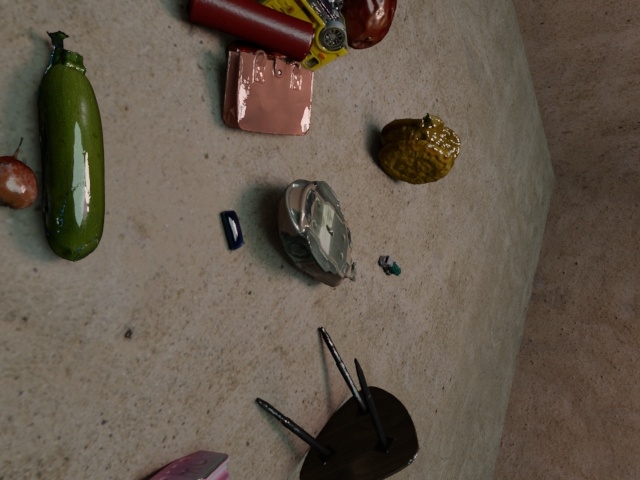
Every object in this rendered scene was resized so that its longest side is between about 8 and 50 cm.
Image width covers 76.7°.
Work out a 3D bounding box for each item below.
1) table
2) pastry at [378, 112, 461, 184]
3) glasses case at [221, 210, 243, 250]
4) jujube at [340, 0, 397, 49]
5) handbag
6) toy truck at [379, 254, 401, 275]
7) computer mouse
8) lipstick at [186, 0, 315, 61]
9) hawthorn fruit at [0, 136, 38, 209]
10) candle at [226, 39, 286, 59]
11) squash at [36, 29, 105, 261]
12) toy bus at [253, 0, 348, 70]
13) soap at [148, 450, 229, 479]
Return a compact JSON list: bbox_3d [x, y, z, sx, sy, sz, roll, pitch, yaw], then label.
[{"bbox_3d":[0.038,0.376,0.981,0.317,0.317,0.249,-42,107,-39],"label":"table"},{"bbox_3d":[0.294,-0.261,1.216,0.239,0.235,0.132,20,80,-37],"label":"pastry"},{"bbox_3d":[-0.180,-0.022,0.842,0.033,0.023,0.084,-25,110,-43],"label":"glasses case"},{"bbox_3d":[0.095,-0.638,1.015,0.197,0.197,0.291,-8,94,-48],"label":"jujube"},{"bbox_3d":[-0.104,-0.311,0.866,0.212,0.059,0.158,-11,116,-48],"label":"handbag"},{"bbox_3d":[0.223,0.080,1.288,0.083,0.044,0.039,46,55,-39],"label":"toy truck"},{"bbox_3d":[-0.006,-0.001,0.980,0.389,0.114,0.200,53,43,-49],"label":"computer mouse"},{"bbox_3d":[-0.131,-0.422,0.781,0.240,0.080,0.080,11,83,-25],"label":"lipstick"},{"bbox_3d":[-0.414,-0.094,0.545,0.066,0.066,0.103,15,78,-48],"label":"hawthorn fruit"},{"bbox_3d":[-0.134,-0.403,0.874,0.162,0.048,0.053,-22,137,-44],"label":"candle"},{"bbox_3d":[-0.362,-0.134,0.589,0.087,0.087,0.333,-3,92,-48],"label":"squash"},{"bbox_3d":[-0.074,-0.518,0.842,0.330,0.151,0.144,30,49,-47],"label":"toy bus"},{"bbox_3d":[-0.241,0.438,0.729,0.149,0.100,0.057,15,73,-73],"label":"soap"}]
